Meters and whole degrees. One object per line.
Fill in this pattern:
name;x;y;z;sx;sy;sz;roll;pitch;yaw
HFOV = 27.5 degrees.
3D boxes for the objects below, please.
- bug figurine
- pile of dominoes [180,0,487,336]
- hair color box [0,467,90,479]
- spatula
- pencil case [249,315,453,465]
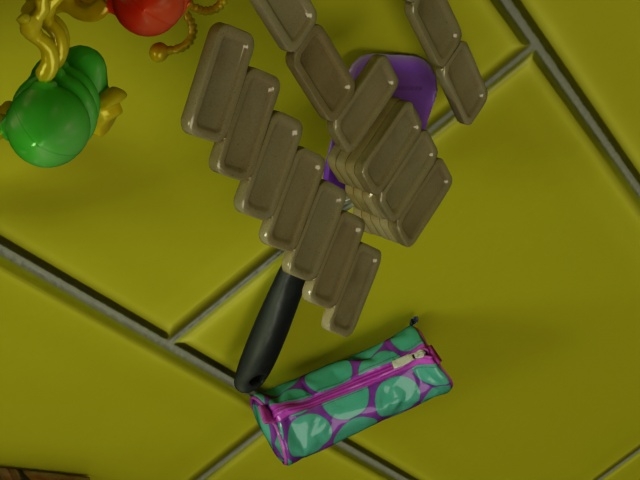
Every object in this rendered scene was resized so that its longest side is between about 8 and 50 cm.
bug figurine;-0.149;-0.041;0.627;0.072;0.216;0.279;40;110;-13
pile of dominoes;0.006;-0.082;0.759;0.196;0.040;0.251;-56;141;-18
hair color box;-0.230;0.211;0.929;0.167;0.093;0.053;18;121;-46
spatula;0.000;0.000;0.902;0.084;0.030;0.296;-6;137;-40
pencil case;0.023;0.120;1.025;0.151;0.064;0.070;-24;158;-11
